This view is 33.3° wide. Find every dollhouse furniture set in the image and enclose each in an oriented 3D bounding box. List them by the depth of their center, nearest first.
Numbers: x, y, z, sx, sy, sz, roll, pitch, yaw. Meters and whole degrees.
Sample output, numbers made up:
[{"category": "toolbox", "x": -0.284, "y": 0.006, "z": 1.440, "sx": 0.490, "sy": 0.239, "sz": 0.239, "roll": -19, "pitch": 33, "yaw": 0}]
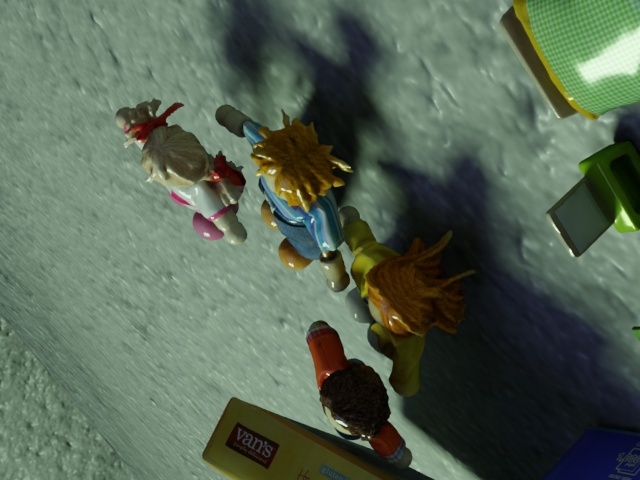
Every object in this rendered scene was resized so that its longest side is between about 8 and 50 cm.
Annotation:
[{"category": "dollhouse furniture set", "x": 0.115, "y": -0.031, "z": 0.409, "sx": 0.151, "sy": 0.058, "sz": 0.076, "roll": 56, "pitch": 156, "yaw": -12}]

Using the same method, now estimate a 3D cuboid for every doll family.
[{"category": "doll family", "x": 0.000, "y": 0.000, "z": 0.616, "sx": 0.263, "sy": 0.118, "sz": 0.163, "roll": 52, "pitch": 175, "yaw": 7}]

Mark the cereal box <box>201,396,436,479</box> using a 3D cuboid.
[{"category": "cereal box", "x": 0.054, "y": 0.173, "z": 0.682, "sx": 0.173, "sy": 0.047, "sz": 0.240, "roll": 23, "pitch": 173, "yaw": 30}]

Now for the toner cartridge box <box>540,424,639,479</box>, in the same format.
[{"category": "toner cartridge box", "x": 0.250, "y": 0.180, "z": 0.462, "sx": 0.165, "sy": 0.075, "sz": 0.348, "roll": 55, "pitch": 157, "yaw": -14}]
